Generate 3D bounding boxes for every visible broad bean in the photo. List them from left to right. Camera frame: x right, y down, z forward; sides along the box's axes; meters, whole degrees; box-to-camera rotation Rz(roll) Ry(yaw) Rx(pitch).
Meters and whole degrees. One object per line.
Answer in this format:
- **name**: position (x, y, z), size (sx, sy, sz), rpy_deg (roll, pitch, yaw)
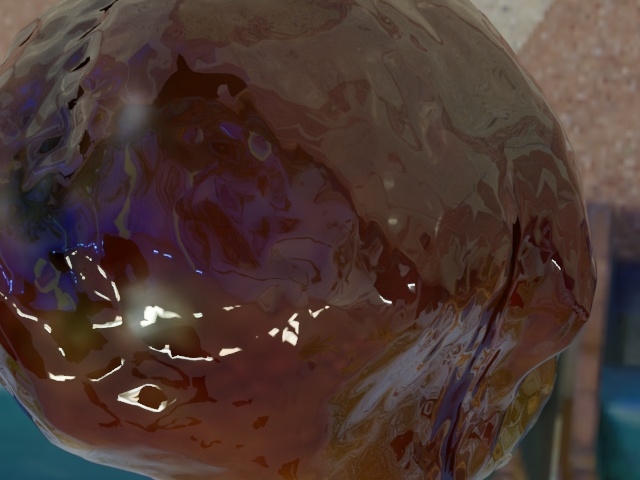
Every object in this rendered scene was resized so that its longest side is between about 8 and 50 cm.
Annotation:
- **broad bean**: position (0.003, 0.001, 0.476), size (0.122, 0.156, 0.228), rpy_deg (-25, 157, 31)
